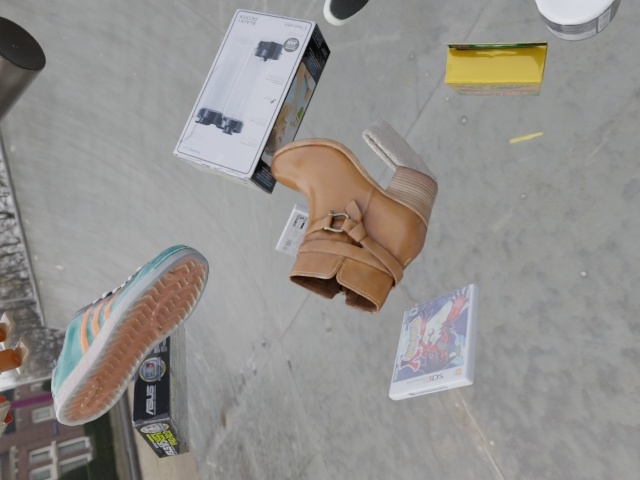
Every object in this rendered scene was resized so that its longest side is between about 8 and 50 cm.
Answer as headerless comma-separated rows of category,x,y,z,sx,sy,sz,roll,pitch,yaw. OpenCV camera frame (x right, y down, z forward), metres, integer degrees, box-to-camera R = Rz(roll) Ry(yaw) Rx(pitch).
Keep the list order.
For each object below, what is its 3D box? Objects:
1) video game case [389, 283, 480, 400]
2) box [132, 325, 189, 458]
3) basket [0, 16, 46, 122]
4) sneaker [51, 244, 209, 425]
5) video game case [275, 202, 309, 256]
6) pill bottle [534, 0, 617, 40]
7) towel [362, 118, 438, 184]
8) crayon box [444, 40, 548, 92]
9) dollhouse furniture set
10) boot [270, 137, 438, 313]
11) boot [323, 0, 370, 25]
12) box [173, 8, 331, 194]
video game case,0.215,0.192,0.857,0.183,0.023,0.201,-34,26,45
box,-0.299,0.244,0.865,0.216,0.060,0.269,97,162,-52
basket,-0.715,-0.354,0.969,0.227,0.154,0.204,-26,75,23
sneaker,-0.287,0.110,0.648,0.302,0.108,0.121,-50,55,3
video game case,0.000,0.000,1.233,0.227,0.207,0.026,121,166,-56
pill bottle,0.467,-0.437,0.817,0.131,0.246,0.130,9,107,29
towel,0.247,-0.246,1.361,0.282,0.187,0.049,46,120,-4
crayon box,0.406,-0.390,1.049,0.202,0.319,0.081,9,103,24
dollhouse furniture set,-0.683,0.256,0.848,0.259,0.262,0.135,45,118,19
boot,0.008,-0.025,0.658,0.284,0.220,0.109,21,152,17
boot,0.065,-0.631,1.152,0.244,0.088,0.176,-56,26,-8
box,-0.118,-0.244,0.799,0.169,0.087,0.289,19,84,21
